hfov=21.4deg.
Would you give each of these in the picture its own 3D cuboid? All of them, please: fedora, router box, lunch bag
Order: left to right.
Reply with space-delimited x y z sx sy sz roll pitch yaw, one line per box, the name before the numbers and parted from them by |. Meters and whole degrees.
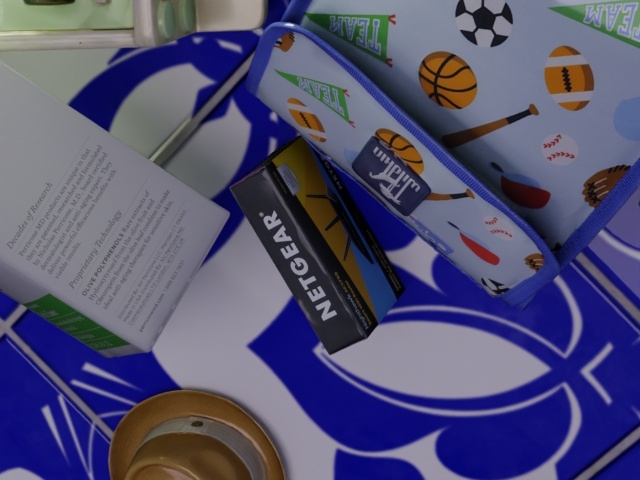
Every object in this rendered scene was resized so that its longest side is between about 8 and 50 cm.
fedora | -0.132 0.245 1.692 0.194 0.079 0.194 5 109 16
router box | 0.000 0.000 1.537 0.046 0.133 0.179 -28 98 25
lunch bag | 0.144 -0.155 1.391 0.328 0.239 0.385 41 129 2

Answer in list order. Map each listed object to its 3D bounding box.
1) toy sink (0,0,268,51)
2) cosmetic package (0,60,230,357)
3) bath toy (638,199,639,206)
toy sink | -0.177 -0.248 1.469 0.234 0.131 0.153 1 104 14
cosmetic package | -0.287 -0.054 1.512 0.365 0.197 0.155 32 76 -11
bath toy | 0.424 -0.084 1.374 0.151 0.129 0.348 26 120 -29
